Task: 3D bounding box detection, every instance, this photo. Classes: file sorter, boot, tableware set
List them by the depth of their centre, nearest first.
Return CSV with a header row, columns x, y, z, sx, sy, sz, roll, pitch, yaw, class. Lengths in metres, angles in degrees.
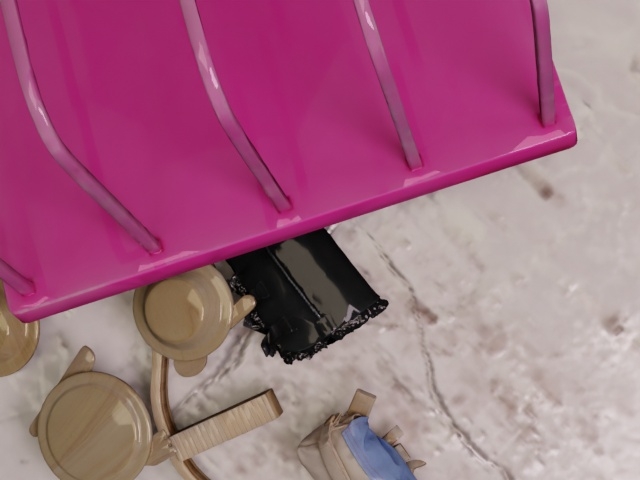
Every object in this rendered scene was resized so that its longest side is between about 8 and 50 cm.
x,y,z,sx,sy,sz,roll,pitch,yaw,class
-0.053,-0.119,0.743,0.290,0.182,0.202,-18,71,4,file sorter
0.000,0.000,0.838,0.121,0.045,0.099,-33,86,11,boot
-0.126,0.042,0.843,0.168,0.020,0.141,42,103,10,tableware set

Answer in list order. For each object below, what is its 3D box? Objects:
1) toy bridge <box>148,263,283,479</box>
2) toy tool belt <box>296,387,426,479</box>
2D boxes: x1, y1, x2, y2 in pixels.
x,y,z,sx,sy,sz,roll,pitch,yaw,class
-0.051,0.099,0.853,0.063,0.026,0.188,-25,90,7,toy bridge
0.031,0.121,0.835,0.051,0.052,0.083,-42,89,12,toy tool belt
